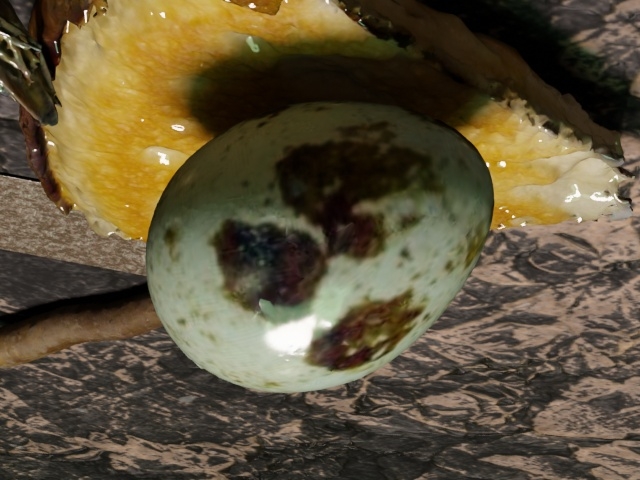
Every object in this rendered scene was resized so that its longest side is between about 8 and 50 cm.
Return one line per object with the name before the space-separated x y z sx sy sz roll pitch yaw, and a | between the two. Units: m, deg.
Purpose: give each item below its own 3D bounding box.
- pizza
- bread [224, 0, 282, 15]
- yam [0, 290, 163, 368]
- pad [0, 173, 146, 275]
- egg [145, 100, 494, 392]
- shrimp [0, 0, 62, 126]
pizza | -0.041 -0.107 1.084 0.435 0.080 0.392 -3 155 18
bread | -0.086 -0.191 0.830 0.172 0.103 0.132 12 116 -11
yam | -0.189 0.070 1.574 0.327 0.045 0.045 -16 -178 38
pad | -0.240 -0.018 1.432 0.235 0.003 0.158 10 156 -9
egg | 0.000 0.000 1.015 0.231 0.169 0.169 -24 143 31
shrimp | -0.199 -0.177 0.939 0.169 0.058 0.296 -11 136 34
